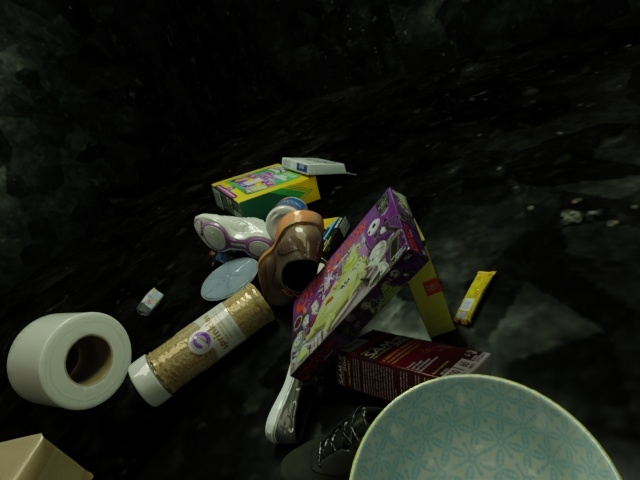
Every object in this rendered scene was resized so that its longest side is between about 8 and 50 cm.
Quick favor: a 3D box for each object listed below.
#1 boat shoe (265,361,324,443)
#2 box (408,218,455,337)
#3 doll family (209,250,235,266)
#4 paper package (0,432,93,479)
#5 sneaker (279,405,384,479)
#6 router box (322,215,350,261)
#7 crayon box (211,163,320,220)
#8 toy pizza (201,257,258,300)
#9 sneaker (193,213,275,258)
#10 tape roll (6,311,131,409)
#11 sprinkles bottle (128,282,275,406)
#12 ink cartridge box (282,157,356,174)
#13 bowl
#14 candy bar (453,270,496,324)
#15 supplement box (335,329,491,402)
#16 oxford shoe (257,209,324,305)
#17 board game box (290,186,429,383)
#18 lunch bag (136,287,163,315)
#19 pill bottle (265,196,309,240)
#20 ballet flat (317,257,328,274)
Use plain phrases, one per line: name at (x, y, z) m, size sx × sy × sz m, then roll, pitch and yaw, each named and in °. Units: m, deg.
boat shoe at (-0.030, 0.291, 0.850) m, size 0.076 × 0.080 × 0.228 m, roll 2°, pitch 39°, yaw 27°
box at (0.200, 0.078, 0.843) m, size 0.058 × 0.232 × 0.087 m, roll -21°, pitch 29°, yaw 9°
doll family at (-0.322, 0.014, 1.531) m, size 0.111 × 0.076 × 0.193 m, roll 19°, pitch 47°, yaw 31°
paper package at (-0.666, 0.575, 0.812) m, size 0.309 × 0.168 × 0.325 m, roll -17°, pitch 31°, yaw 17°
sneaker at (0.058, 0.320, 0.675) m, size 0.286 × 0.130 × 0.109 m, roll -22°, pitch 31°, yaw 12°
router box at (0.000, 0.000, 1.324) m, size 0.133 × 0.046 × 0.179 m, roll -8°, pitch 34°, yaw 31°
crayon box at (-0.224, -0.192, 1.695) m, size 0.313 × 0.106 × 0.363 m, roll -21°, pitch 26°, yaw -22°
toy pizza at (-0.285, 0.126, 1.366) m, size 0.201 × 0.032 × 0.201 m, roll -19°, pitch 30°, yaw 11°
sneaker at (-0.275, -0.025, 1.454) m, size 0.305 × 0.114 × 0.152 m, roll 17°, pitch 30°, yaw 4°
tape roll at (-0.664, 0.316, 1.148) m, size 0.169 × 0.246 × 0.246 m, roll -8°, pitch 34°, yaw 32°
sprinkles bottle at (-0.289, 0.253, 1.073) m, size 0.355 × 0.121 × 0.121 m, roll -35°, pitch 30°, yaw -16°
ink cartridge box at (-0.006, -0.295, 1.695) m, size 0.224 × 0.045 × 0.223 m, roll -5°, pitch 18°, yaw -31°
bowl at (0.189, 0.326, 0.509) m, size 0.289 × 0.156 × 0.289 m, roll -13°, pitch 43°, yaw 12°
candy bar at (0.325, 0.116, 0.903) m, size 0.040 × 0.018 × 0.161 m, roll 0°, pitch 39°, yaw 45°
supplement box at (0.158, 0.227, 0.753) m, size 0.239 × 0.073 × 0.130 m, roll 2°, pitch 10°, yaw 41°
oxford shoe at (-0.080, 0.085, 1.025) m, size 0.130 × 0.364 × 0.133 m, roll 4°, pitch 55°, yaw -13°
board game box at (0.053, 0.085, 0.804) m, size 0.347 × 0.056 × 0.208 m, roll -52°, pitch 16°, yaw 27°
lunch bag at (-0.574, 0.210, 1.443) m, size 0.083 × 0.053 × 0.071 m, roll -36°, pitch 18°, yaw 41°
pill bottle at (-0.103, -0.077, 1.428) m, size 0.124 × 0.124 × 0.221 m, roll -21°, pitch 14°, yaw 10°
ballet flat at (0.008, 0.133, 1.050) m, size 0.095 × 0.096 × 0.280 m, roll -24°, pitch 29°, yaw 4°
